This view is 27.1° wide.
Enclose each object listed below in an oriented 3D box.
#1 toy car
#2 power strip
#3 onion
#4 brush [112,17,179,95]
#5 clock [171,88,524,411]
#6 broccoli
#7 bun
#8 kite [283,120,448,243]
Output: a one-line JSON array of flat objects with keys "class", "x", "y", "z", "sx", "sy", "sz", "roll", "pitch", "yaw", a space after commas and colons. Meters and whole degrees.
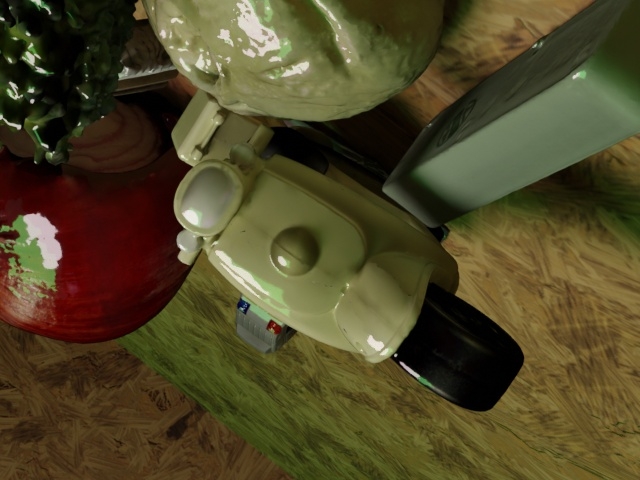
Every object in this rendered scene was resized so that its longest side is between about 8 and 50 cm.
[{"class": "toy car", "x": -0.052, "y": 0.064, "z": 1.616, "sx": 0.089, "sy": 0.108, "sz": 0.209, "roll": 37, "pitch": 162, "yaw": 7}, {"class": "power strip", "x": 0.135, "y": -0.080, "z": 0.908, "sx": 0.062, "sy": 0.091, "sz": 0.385, "roll": 39, "pitch": 163, "yaw": -6}, {"class": "onion", "x": -0.281, "y": -0.040, "z": 1.497, "sx": 0.341, "sy": 0.341, "sz": 0.341, "roll": 35, "pitch": 162, "yaw": 13}, {"class": "brush", "x": -0.218, "y": -0.159, "z": 1.179, "sx": 0.065, "sy": 0.327, "sz": 0.070, "roll": -13, "pitch": 95, "yaw": 35}, {"class": "clock", "x": 0.002, "y": -0.007, "z": 1.073, "sx": 0.276, "sy": 0.120, "sz": 0.379, "roll": 29, "pitch": -170, "yaw": -17}, {"class": "broccoli", "x": -0.276, "y": -0.232, "z": 0.958, "sx": 0.293, "sy": 0.281, "sz": 0.347, "roll": 89, "pitch": 170, "yaw": -63}, {"class": "bun", "x": -0.031, "y": -0.167, "z": 0.940, "sx": 0.244, "sy": 0.153, "sz": 0.244, "roll": 33, "pitch": 165, "yaw": 10}, {"class": "kite", "x": -0.002, "y": 0.003, "z": 1.393, "sx": 0.204, "sy": 0.022, "sz": 0.360, "roll": 36, "pitch": 150, "yaw": 3}]
